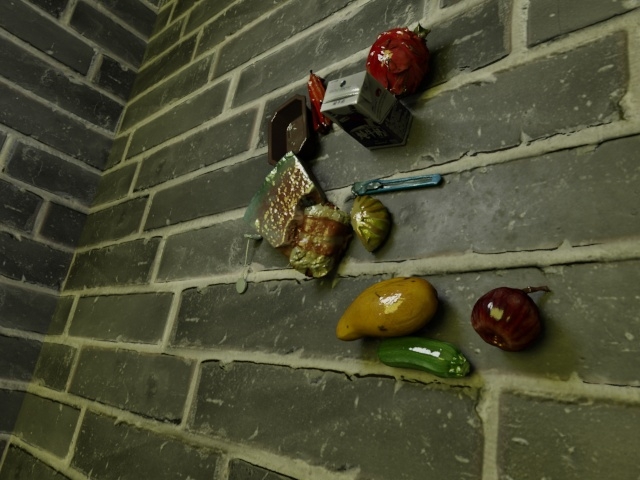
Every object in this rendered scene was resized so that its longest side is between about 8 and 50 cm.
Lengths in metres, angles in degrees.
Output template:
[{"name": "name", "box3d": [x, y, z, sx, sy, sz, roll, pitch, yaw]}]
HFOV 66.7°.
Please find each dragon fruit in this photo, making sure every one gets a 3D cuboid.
[{"name": "dragon fruit", "box3d": [0.210, -0.488, 1.331, 0.172, 0.172, 0.210, 16, 80, 48]}]

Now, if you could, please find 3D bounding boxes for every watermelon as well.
[{"name": "watermelon", "box3d": [-0.103, -0.119, 1.465, 0.264, 0.151, 0.302, -52, 42, 10]}]

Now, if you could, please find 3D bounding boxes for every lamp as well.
[{"name": "lamp", "box3d": [-0.236, 0.075, 1.595, 0.050, 0.056, 0.199, 5, 84, 45]}]

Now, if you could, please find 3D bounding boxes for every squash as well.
[{"name": "squash", "box3d": [0.212, 0.242, 1.024, 0.219, 0.068, 0.077, 1, 51, 46]}]

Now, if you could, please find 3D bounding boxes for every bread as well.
[{"name": "bread", "box3d": [0.133, -0.048, 1.255, 0.094, 0.083, 0.157, -3, 66, 31]}]

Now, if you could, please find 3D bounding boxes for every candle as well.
[{"name": "candle", "box3d": [-0.008, -0.472, 1.625, 0.084, 0.059, 0.302, -26, 52, 16]}]

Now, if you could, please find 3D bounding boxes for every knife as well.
[{"name": "knife", "box3d": [0.188, -0.150, 1.285, 0.296, 0.026, 0.044, -3, 56, 45]}]

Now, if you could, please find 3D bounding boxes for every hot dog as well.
[{"name": "hot dog", "box3d": [0.000, 0.000, 1.333, 0.146, 0.103, 0.213, 24, 89, 7]}]

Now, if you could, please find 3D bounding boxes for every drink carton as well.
[{"name": "drink carton", "box3d": [0.125, -0.342, 1.299, 0.134, 0.222, 0.102, 5, 73, 46]}]

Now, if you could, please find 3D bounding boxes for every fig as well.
[{"name": "fig", "box3d": [0.353, 0.135, 0.897, 0.150, 0.128, 0.128, -51, 43, 16]}]

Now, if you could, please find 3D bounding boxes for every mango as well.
[{"name": "mango", "box3d": [0.140, 0.152, 1.089, 0.262, 0.109, 0.157, -21, 23, 32]}]

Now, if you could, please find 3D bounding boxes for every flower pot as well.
[{"name": "flower pot", "box3d": [-0.086, -0.351, 1.622, 0.178, 0.084, 0.251, -25, 54, 34]}]
